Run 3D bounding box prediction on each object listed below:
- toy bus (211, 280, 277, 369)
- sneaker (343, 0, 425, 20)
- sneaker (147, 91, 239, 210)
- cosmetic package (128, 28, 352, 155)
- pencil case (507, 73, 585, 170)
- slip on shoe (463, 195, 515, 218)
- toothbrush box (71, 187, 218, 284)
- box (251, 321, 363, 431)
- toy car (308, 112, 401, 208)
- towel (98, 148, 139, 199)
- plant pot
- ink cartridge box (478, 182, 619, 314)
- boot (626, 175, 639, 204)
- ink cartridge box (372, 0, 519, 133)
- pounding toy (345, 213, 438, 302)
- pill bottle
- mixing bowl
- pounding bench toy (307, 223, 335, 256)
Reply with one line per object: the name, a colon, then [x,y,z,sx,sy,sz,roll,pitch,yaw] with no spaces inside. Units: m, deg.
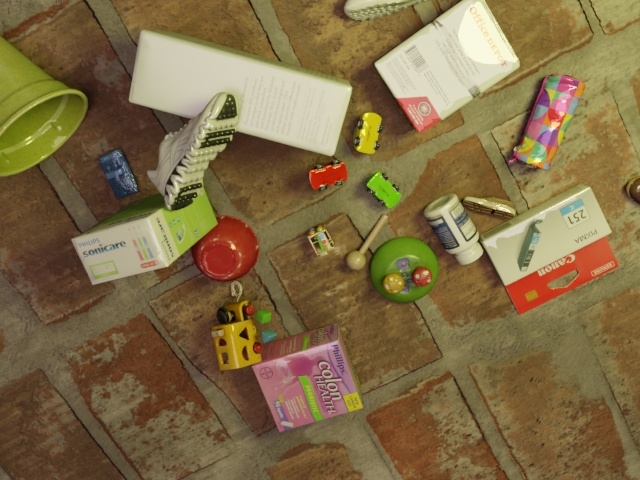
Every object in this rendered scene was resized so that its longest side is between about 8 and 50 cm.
toy bus: [-0.229,0.237,1.610,0.202,0.104,0.190,39,119,31]
sneaker: [0.161,-0.576,1.420,0.235,0.090,0.094,-18,93,2]
sneaker: [-0.276,-0.201,1.308,0.118,0.110,0.292,46,118,15]
cosmetic package: [-0.168,-0.339,1.410,0.454,0.230,0.161,15,107,-3]
pencil case: [0.544,-0.281,1.492,0.105,0.104,0.236,19,105,-5]
slip on shoe: [0.430,-0.093,1.580,0.136,0.051,0.041,14,67,4]
toothbrush box: [-0.400,-0.023,1.460,0.206,0.283,0.122,-14,106,18]
box: [-0.032,0.369,1.683,0.243,0.117,0.213,-18,106,5]
toy car: [0.108,-0.167,1.540,0.239,0.053,0.225,-47,111,-3]
towel: [-0.509,-0.166,1.569,0.067,0.029,0.119,-19,106,7]
plant pot: [-0.728,-0.331,1.417,0.276,0.276,0.254,-43,91,12]
ink cartridge box: [0.600,0.035,1.604,0.296,0.066,0.261,-29,104,9]
boot: [0.889,-0.087,1.490,0.249,0.207,0.090,15,106,-4]
ink cartridge box: [0.287,-0.408,1.445,0.273,0.114,0.197,-33,103,11]
pounding toy: [0.199,0.075,1.595,0.237,0.110,0.183,38,103,-11]
pill bottle: [0.340,-0.026,1.572,0.094,0.094,0.169,-31,104,9]
mixing bowl: [-0.251,0.035,1.593,0.182,0.098,0.181,0,108,0]
pounding bench toy: [0.000,0.000,1.587,0.052,0.083,0.065,-25,106,8]
